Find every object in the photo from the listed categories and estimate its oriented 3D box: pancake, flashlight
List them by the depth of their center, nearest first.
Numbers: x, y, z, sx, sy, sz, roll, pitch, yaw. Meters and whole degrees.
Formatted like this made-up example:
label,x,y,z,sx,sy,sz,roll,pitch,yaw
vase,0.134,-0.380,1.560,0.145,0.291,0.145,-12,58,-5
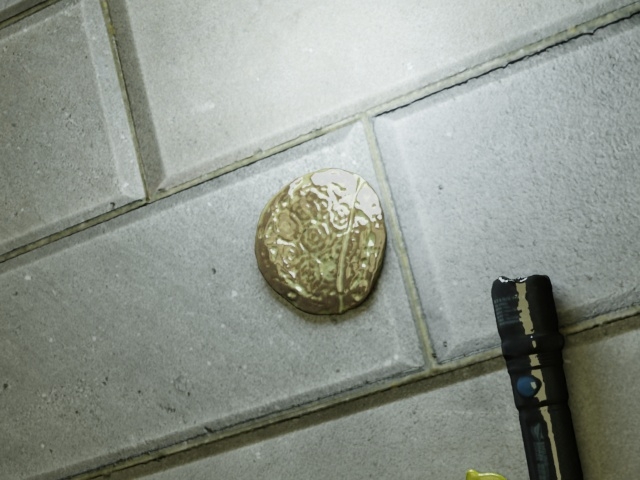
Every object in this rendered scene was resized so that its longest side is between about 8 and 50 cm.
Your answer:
label,x,y,z,sx,sy,sz,roll,pitch,yaw
flashlight,0.335,0.260,1.973,0.103,0.103,0.424,-12,80,24
pancake,0.000,0.000,2.193,0.250,0.031,0.250,-3,83,24

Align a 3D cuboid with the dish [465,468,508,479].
label,x,y,z,sx,sy,sz,roll,pitch,yaw
dish,0.259,0.450,1.996,0.148,0.080,0.208,-30,74,19
